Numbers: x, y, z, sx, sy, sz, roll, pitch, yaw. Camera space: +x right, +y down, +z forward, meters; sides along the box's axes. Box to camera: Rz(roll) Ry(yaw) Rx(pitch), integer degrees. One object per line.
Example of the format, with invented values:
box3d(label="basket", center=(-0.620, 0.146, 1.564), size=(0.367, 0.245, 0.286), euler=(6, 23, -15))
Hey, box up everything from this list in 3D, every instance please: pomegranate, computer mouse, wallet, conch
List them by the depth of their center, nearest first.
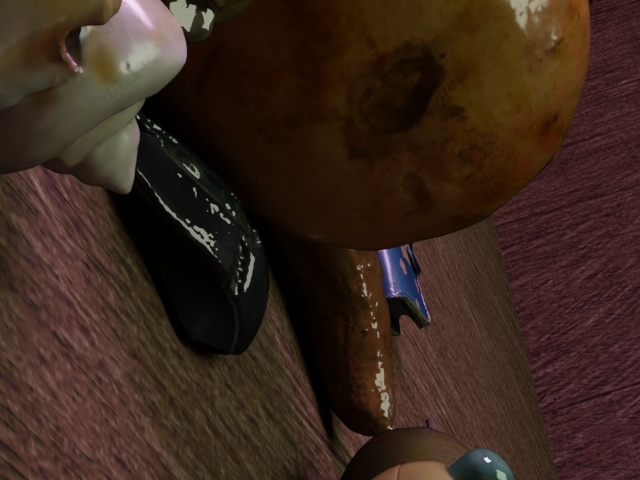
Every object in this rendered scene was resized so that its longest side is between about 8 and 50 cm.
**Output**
box3d(label="conch", center=(-0.170, -0.113, 0.593), size=(0.255, 0.127, 0.158), euler=(43, 1, -7))
box3d(label="computer mouse", center=(-0.077, -0.004, 0.930), size=(0.106, 0.062, 0.192), euler=(-89, 159, -58))
box3d(label="pomegranate", center=(0.024, -0.163, 1.030), size=(0.338, 0.338, 0.338), euler=(-18, 90, -78))
box3d(label="wallet", center=(0.073, 0.000, 1.628), size=(0.141, 0.059, 0.202), euler=(54, 21, -62))

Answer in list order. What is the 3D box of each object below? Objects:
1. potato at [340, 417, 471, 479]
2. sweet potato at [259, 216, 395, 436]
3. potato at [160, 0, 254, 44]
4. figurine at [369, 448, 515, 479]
box3d(label="potato", center=(0.077, 0.248, 1.055), size=(0.174, 0.159, 0.251), euler=(105, -11, -61))
box3d(label="sweet potato", center=(0.002, 0.001, 1.216), size=(0.114, 0.092, 0.342), euler=(-42, 114, -59))
box3d(label="potato", center=(-0.130, -0.261, 0.692), size=(0.351, 0.202, 0.218), euler=(63, 0, -4))
box3d(label="figurine", center=(0.094, 0.298, 0.876), size=(0.124, 0.222, 0.325), euler=(14, 59, -79))
